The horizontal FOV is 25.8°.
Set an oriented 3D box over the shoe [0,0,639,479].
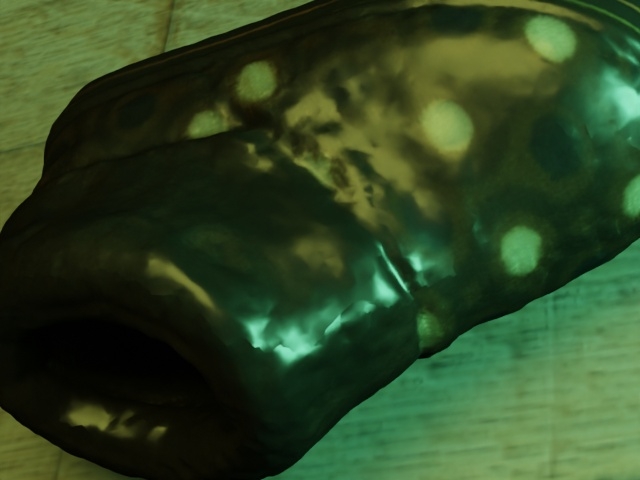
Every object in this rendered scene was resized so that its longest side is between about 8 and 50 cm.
[{"bbox_3d":[0.000,0.000,0.707,0.384,0.171,0.237,-7,42,23],"label":"shoe"}]
